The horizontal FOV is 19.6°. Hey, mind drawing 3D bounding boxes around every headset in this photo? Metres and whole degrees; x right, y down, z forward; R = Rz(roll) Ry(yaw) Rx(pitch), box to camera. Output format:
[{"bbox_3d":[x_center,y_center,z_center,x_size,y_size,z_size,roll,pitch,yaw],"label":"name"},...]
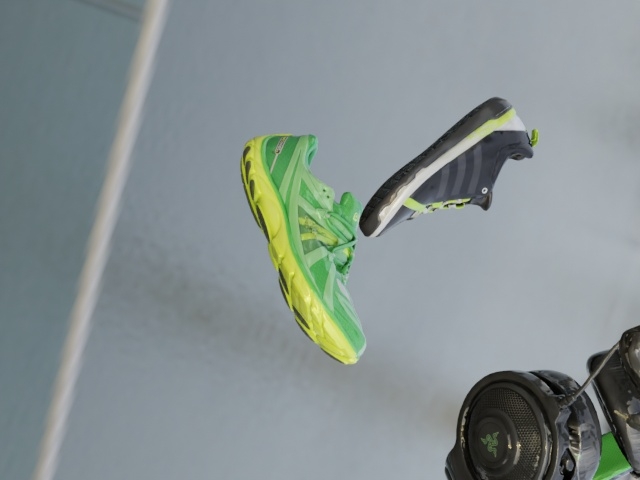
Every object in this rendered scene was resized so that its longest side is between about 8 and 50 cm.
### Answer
[{"bbox_3d":[0.259,0.191,1.726,0.394,0.243,0.185,103,-32,-62],"label":"headset"}]

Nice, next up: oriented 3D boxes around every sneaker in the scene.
[{"bbox_3d":[0.151,-0.064,2.071,0.235,0.097,0.084,-40,-174,-12],"label":"sneaker"},{"bbox_3d":[0.000,0.000,2.159,0.109,0.123,0.295,100,-29,-72],"label":"sneaker"}]
